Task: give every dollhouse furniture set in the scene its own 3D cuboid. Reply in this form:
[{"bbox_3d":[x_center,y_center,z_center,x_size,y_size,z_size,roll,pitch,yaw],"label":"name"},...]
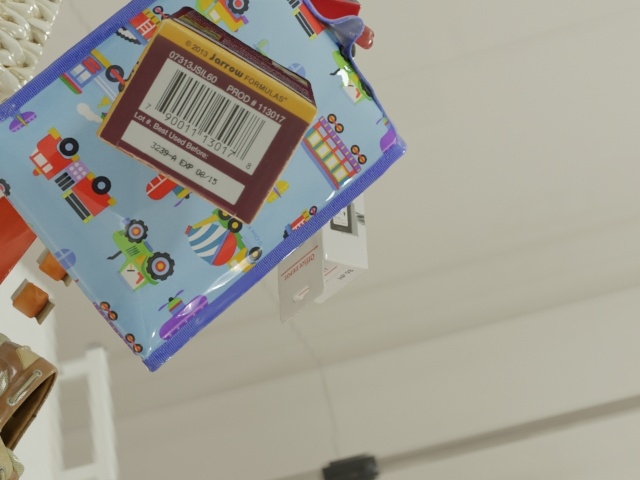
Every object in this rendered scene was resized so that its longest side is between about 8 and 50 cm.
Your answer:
[{"bbox_3d":[-0.541,0.054,2.143,0.262,0.259,0.135,37,-5,-13],"label":"dollhouse furniture set"}]

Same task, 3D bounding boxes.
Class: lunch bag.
[{"bbox_3d":[-0.086,-0.084,1.042,0.221,0.293,0.138,53,-4,-11],"label":"lunch bag"}]

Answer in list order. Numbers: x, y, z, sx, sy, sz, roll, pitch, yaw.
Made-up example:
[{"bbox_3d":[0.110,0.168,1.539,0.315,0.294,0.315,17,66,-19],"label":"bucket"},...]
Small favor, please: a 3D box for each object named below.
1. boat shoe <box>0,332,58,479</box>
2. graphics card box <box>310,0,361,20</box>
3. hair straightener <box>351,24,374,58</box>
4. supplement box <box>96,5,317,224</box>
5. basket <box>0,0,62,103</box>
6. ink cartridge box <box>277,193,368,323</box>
[{"bbox_3d":[-0.415,0.261,1.636,0.123,0.119,0.324,98,12,-63],"label":"boat shoe"},{"bbox_3d":[-0.124,-0.332,1.596,0.094,0.232,0.371,-69,-151,25],"label":"graphics card box"},{"bbox_3d":[-0.040,-0.312,1.875,0.230,0.089,0.047,28,52,-24],"label":"hair straightener"},{"bbox_3d":[-0.066,-0.084,0.856,0.104,0.081,0.188,31,9,-7],"label":"supplement box"},{"bbox_3d":[-0.440,-0.291,1.262,0.328,0.331,0.267,46,47,-44],"label":"basket"},{"bbox_3d":[0.000,0.000,1.539,0.104,0.060,0.180,-39,-134,50],"label":"ink cartridge box"}]
